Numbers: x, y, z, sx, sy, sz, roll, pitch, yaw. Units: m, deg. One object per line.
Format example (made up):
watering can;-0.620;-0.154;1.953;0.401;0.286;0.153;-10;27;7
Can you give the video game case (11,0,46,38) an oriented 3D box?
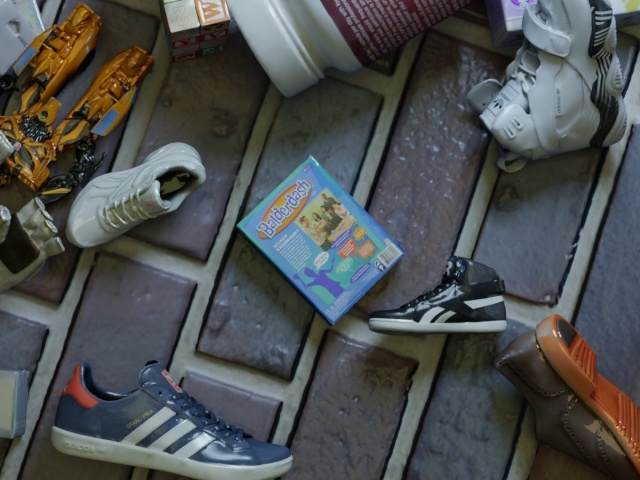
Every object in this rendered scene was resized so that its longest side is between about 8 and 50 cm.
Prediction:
video game case;-0.544;-0.366;1.757;0.212;0.023;0.193;-19;87;-7

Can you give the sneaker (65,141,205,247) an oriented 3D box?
sneaker;-0.269;-0.062;1.700;0.232;0.115;0.090;-35;114;-7

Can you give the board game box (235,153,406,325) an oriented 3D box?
board game box;0.000;0.000;1.765;0.160;0.047;0.210;-44;90;-8

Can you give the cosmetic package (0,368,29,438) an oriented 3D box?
cosmetic package;-0.539;0.226;1.646;0.238;0.127;0.107;6;83;-4

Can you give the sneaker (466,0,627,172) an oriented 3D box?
sneaker;0.322;-0.262;1.719;0.210;0.137;0.366;-23;127;-1

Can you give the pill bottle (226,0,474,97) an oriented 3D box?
pill bottle;0.072;-0.387;1.691;0.392;0.224;0.224;-30;88;8

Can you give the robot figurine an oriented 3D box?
robot figurine;-0.392;-0.199;1.725;0.211;0.085;0.291;37;82;0

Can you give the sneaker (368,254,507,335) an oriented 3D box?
sneaker;0.175;0.082;1.766;0.216;0.079;0.121;1;81;-14

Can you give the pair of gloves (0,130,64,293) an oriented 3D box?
pair of gloves;-0.497;-0.035;1.676;0.204;0.042;0.240;-32;92;16

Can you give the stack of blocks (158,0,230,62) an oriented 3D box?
stack of blocks;-0.214;-0.433;1.724;0.087;0.171;0.297;-14;85;-7

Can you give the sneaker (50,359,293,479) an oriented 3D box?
sneaker;-0.205;0.254;1.675;0.350;0.131;0.148;10;88;-5

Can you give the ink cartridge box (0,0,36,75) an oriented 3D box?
ink cartridge box;-0.523;-0.342;1.652;0.203;0.148;0.086;37;83;11

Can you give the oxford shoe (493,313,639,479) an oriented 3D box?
oxford shoe;0.405;0.283;1.763;0.132;0.130;0.364;-34;96;24

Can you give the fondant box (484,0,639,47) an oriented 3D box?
fondant box;0.415;-0.454;1.832;0.330;0.096;0.238;-11;86;-6
